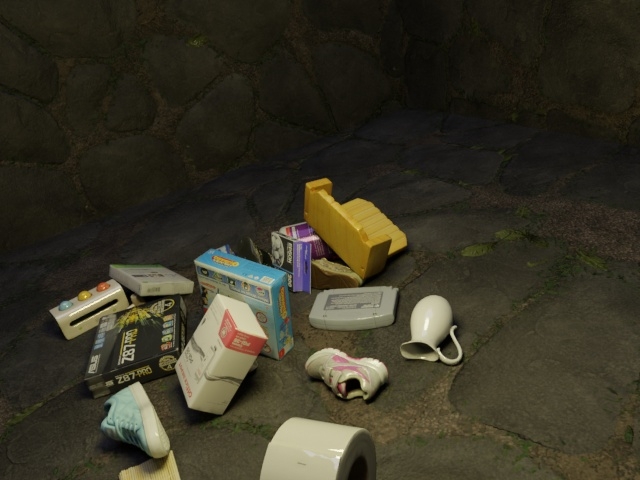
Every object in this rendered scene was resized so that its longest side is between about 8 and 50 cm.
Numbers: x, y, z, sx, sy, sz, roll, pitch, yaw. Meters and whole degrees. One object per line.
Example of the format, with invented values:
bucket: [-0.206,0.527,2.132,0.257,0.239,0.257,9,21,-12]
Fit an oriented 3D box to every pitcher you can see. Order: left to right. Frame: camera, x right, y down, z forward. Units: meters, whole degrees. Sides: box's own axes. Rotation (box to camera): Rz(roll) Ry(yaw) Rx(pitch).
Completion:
pitcher: [0.352,0.274,1.688,0.178,0.125,0.207,18,46,14]

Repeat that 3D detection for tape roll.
tape roll: [0.002,0.517,1.205,0.169,0.246,0.246,1,30,26]

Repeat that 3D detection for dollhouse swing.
dollhouse swing: [0.164,-0.088,2.101,0.305,0.315,0.347,-33,63,-23]

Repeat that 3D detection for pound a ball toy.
pound a ball toy: [-0.899,0.265,2.261,0.319,0.135,0.208,-30,30,-29]

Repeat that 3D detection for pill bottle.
pill bottle: [0.000,0.000,2.307,0.323,0.181,0.181,-13,26,1]

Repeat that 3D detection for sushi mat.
sushi mat: [-0.410,0.654,1.384,0.152,0.019,0.316,-21,27,-17]

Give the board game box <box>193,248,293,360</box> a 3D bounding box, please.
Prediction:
board game box: [-0.245,0.207,1.821,0.309,0.301,0.086,16,37,27]

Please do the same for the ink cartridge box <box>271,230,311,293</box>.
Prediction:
ink cartridge box: [-0.114,0.087,2.159,0.045,0.206,0.208,-13,21,-38]

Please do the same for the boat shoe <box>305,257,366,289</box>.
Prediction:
boat shoe: [0.035,0.131,2.136,0.285,0.104,0.089,18,29,28]

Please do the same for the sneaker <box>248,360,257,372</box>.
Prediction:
sneaker: [-0.314,0.383,1.824,0.281,0.105,0.115,13,59,44]

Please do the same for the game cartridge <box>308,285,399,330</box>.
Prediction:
game cartridge: [0.117,0.234,1.932,0.295,0.060,0.196,-5,24,18]

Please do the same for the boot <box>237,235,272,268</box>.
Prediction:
boot: [-0.238,0.108,2.251,0.085,0.179,0.236,-32,55,14]

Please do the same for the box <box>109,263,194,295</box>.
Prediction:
box: [-0.716,0.162,2.361,0.232,0.058,0.322,2,12,-42]

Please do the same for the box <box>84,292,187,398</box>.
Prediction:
box: [-0.640,0.359,1.995,0.319,0.097,0.395,-19,27,-4]

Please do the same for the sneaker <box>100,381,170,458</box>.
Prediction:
sneaker: [-0.529,0.529,1.575,0.150,0.135,0.366,-27,17,-22]

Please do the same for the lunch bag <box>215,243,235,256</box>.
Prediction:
lunch bag: [-0.336,0.156,2.086,0.115,0.243,0.303,-19,26,-9]

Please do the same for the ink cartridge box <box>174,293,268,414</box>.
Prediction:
ink cartridge box: [-0.298,0.335,1.653,0.282,0.117,0.207,-59,35,10]

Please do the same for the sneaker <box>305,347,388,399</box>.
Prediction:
sneaker: [0.060,0.385,1.600,0.253,0.102,0.111,2,28,29]
